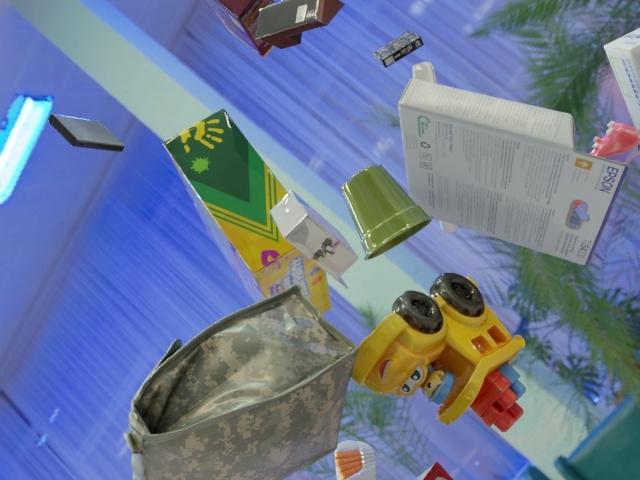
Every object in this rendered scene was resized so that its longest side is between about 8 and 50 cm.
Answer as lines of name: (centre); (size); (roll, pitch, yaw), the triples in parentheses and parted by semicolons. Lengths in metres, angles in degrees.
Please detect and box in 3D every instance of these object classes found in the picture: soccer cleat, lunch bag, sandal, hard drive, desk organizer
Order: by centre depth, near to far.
lunch bag: (-0.116, 0.227, 0.876); (0.287, 0.169, 0.235); (-24, -40, -31)
desk organizer: (-0.030, -0.310, 0.960); (0.050, 0.130, 0.047); (13, -98, -44)
soccer cleat: (0.500, -0.109, 1.257); (0.083, 0.095, 0.248); (-46, -9, -51)
hard drive: (-0.489, -0.224, 1.424); (0.022, 0.094, 0.135); (-55, -20, 17)
hard drive: (0.263, -0.196, 1.529); (0.047, 0.233, 0.353); (-11, -28, 9)
sandal: (0.081, 0.582, 1.595); (0.265, 0.101, 0.076); (-97, 17, -62)

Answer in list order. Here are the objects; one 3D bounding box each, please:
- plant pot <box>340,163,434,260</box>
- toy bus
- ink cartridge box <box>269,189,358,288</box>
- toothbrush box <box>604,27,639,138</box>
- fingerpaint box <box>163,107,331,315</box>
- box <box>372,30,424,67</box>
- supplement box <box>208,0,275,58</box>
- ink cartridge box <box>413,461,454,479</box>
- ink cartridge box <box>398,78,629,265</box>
plant pot: (0.061, -0.034, 0.705); (0.083, 0.079, 0.083); (-30, -10, -6)
toy bus: (0.178, 0.174, 0.922); (0.220, 0.211, 0.149); (-16, -34, -46)
ink cartridge box: (0.000, 0.000, 1.228); (0.061, 0.104, 0.181); (-44, -56, 8)
toothbrush box: (0.598, -0.253, 0.980); (0.283, 0.206, 0.122); (-26, 14, 11)
fingerpaint box: (-0.146, -0.018, 1.542); (0.163, 0.371, 0.445); (-33, -24, -10)
box: (0.144, -0.359, 1.270); (0.083, 0.018, 0.067); (-31, 29, 3)
supplement box: (-0.141, -0.436, 1.274); (0.081, 0.104, 0.188); (-49, -12, 1)
ink cartridge box: (0.144, 0.475, 0.820); (0.130, 0.272, 0.309); (-50, -13, 30)
ink cartridge box: (0.295, -0.100, 1.082); (0.324, 0.330, 0.072); (70, -138, -62)
